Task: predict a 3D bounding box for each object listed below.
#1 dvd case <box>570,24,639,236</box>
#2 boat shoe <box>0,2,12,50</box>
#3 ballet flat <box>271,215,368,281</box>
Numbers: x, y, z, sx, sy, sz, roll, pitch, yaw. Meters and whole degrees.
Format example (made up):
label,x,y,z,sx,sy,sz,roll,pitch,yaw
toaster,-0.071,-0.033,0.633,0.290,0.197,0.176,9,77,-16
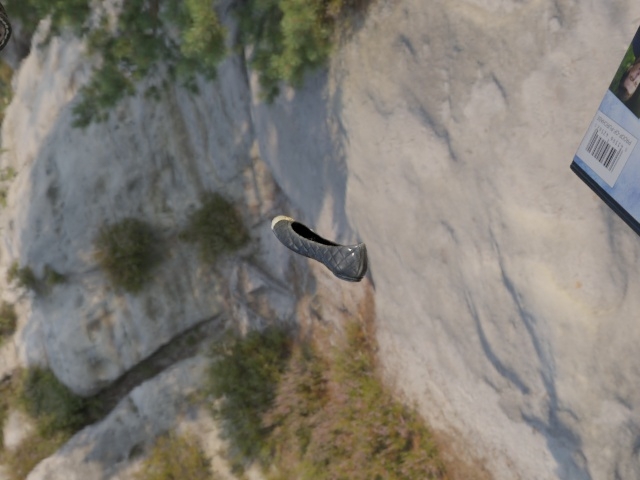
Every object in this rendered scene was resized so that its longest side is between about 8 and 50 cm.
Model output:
label,x,y,z,sx,sy,sz,roll,pitch,yaw
dvd case,0.226,-0.106,0.345,0.180,0.022,0.253,-107,30,-56
boat shoe,-0.218,-0.102,0.334,0.073,0.080,0.223,46,-169,0
ballet flat,0.000,0.000,0.849,0.173,0.057,0.049,28,111,45
